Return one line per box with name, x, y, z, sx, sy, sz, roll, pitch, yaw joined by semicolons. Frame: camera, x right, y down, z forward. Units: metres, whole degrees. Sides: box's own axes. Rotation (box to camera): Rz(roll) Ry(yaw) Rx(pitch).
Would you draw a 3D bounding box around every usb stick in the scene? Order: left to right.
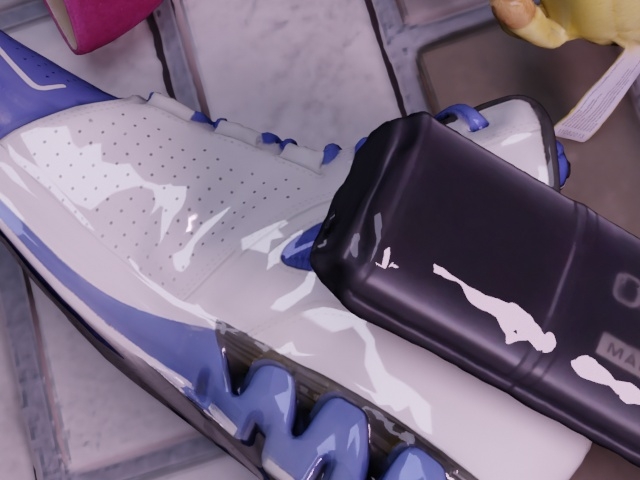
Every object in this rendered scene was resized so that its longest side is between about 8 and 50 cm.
usb stick;0.125;0.046;0.596;0.278;0.045;0.077;29;67;-15

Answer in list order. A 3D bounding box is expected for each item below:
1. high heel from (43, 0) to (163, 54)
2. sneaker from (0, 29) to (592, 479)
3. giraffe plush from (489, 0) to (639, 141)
high heel;-0.164;-0.195;0.776;0.244;0.082;0.117;39;70;-4
sneaker;0.001;0.001;0.677;0.315;0.127;0.182;39;77;14
giraffe plush;0.149;-0.169;0.704;0.210;0.181;0.170;-37;50;33
